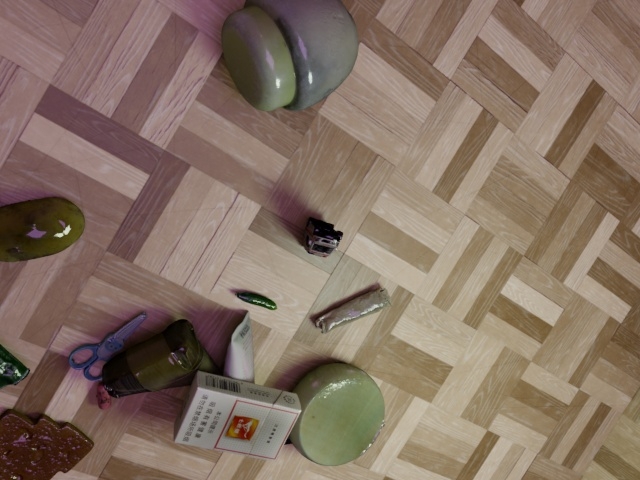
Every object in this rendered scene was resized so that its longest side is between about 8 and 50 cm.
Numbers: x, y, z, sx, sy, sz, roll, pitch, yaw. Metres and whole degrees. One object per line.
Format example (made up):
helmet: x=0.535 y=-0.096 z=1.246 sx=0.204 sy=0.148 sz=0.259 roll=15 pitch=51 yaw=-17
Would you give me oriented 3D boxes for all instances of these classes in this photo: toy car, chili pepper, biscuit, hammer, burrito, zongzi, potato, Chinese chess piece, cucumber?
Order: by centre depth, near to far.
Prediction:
potato: x=-0.762 y=-0.019 z=1.576 sx=0.272 sy=0.111 sz=0.160 roll=-13 pitch=108 yaw=-19
chili pepper: x=-0.929 y=0.296 z=1.611 sx=0.136 sy=0.099 sz=0.270 roll=-21 pitch=121 yaw=12
biscuit: x=-0.832 y=0.625 z=1.773 sx=0.302 sy=0.043 sz=0.278 roll=5 pitch=101 yaw=-24
hammer: x=-0.652 y=0.467 z=1.801 sx=0.043 sy=0.043 sz=0.083 roll=-5 pitch=108 yaw=-20
zongzi: x=-0.467 y=0.415 z=1.820 sx=0.289 sy=0.154 sz=0.317 roll=-26 pitch=134 yaw=0
toy car: x=0.000 y=0.000 z=1.829 sx=0.090 sy=0.209 sz=0.108 roll=17 pitch=97 yaw=-14
cucumber: x=-0.204 y=0.188 z=1.899 sx=0.155 sy=0.037 sz=0.037 roll=21 pitch=97 yaw=-27
burrito: x=0.112 y=0.244 z=2.030 sx=0.275 sy=0.059 sz=0.082 roll=-24 pitch=106 yaw=-14
Chinese chess piece: x=0.049 y=0.591 z=2.049 sx=0.350 sy=0.146 sz=0.349 roll=-6 pitch=106 yaw=-24

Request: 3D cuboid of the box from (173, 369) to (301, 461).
box: x=-0.250 y=0.533 z=1.807 sx=0.330 sy=0.095 sz=0.210 roll=18 pitch=109 yaw=-21

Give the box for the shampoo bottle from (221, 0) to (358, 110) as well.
shampoo bottle: x=-0.077 y=-0.513 z=1.586 sx=0.317 sy=0.322 sz=0.322 roll=-31 pitch=115 yaw=-21

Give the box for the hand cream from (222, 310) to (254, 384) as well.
hand cream: x=-0.261 y=0.418 z=1.886 sx=0.118 sy=0.185 sz=0.358 roll=8 pitch=108 yaw=10

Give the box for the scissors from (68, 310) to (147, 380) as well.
scissors: x=-0.614 y=0.304 z=1.773 sx=0.256 sy=0.030 sz=0.125 roll=-41 pitch=118 yaw=-4

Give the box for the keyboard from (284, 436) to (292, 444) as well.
keyboard: x=-0.111 y=0.686 z=2.095 sx=0.205 sy=0.013 sz=0.061 roll=-1 pitch=105 yaw=-21
